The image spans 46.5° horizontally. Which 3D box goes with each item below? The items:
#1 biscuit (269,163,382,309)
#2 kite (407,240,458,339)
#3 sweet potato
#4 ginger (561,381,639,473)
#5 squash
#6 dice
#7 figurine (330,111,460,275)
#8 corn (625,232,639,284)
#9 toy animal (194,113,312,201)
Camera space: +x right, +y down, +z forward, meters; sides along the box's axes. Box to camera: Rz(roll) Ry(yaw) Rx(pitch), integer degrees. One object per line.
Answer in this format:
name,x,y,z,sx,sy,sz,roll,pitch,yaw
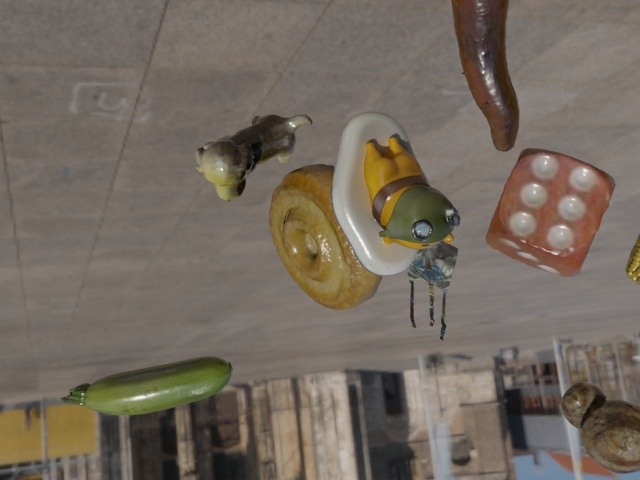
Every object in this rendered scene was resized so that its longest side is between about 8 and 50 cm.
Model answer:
biscuit,0.000,0.000,1.435,0.102,0.296,0.296,-25,180,-29
kite,0.271,0.104,1.924,0.169,0.309,0.015,22,141,-12
sweet potato,0.154,-0.211,0.710,0.058,0.264,0.057,-10,-153,5
ginger,0.626,0.381,1.457,0.304,0.155,0.244,22,-167,4
squash,-0.337,0.290,1.441,0.341,0.094,0.094,-10,169,0
dice,0.395,-0.048,1.276,0.174,0.174,0.179,24,173,13
figurine,0.115,-0.075,1.071,0.167,0.249,0.141,-16,-177,-22
corn,0.766,-0.030,1.635,0.101,0.291,0.101,19,-163,-6
toy animal,-0.139,-0.164,1.417,0.233,0.121,0.169,-34,-172,-26
